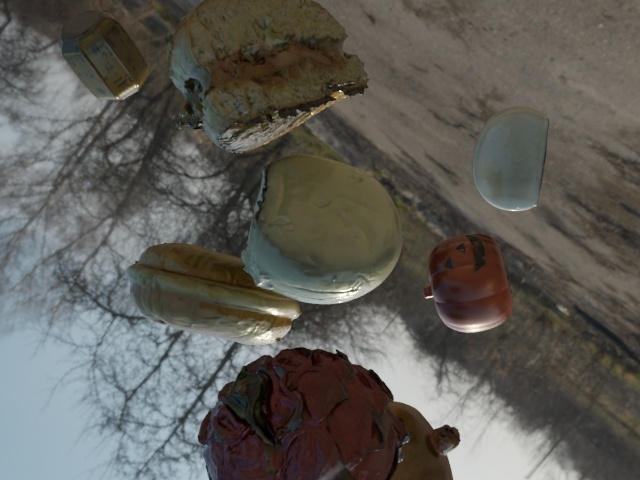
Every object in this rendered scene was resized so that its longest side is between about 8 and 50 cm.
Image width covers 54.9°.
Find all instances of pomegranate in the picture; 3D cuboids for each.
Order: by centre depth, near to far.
[{"bbox_3d":[0.129,0.409,1.110,0.229,0.270,0.252,54,-158,-23],"label":"pomegranate"}]

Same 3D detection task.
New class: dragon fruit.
[{"bbox_3d":[-0.011,0.263,0.813,0.299,0.244,0.244,11,-166,-25],"label":"dragon fruit"}]

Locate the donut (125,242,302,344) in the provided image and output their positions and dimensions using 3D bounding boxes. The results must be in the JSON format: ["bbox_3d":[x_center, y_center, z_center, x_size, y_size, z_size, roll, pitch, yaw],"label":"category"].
[{"bbox_3d":[-0.250,0.132,1.492,0.449,0.198,0.449,12,172,2],"label":"donut"}]

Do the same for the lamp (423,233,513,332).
[{"bbox_3d":[0.275,0.082,1.170,0.188,0.164,0.187,-15,-90,-75],"label":"lamp"}]

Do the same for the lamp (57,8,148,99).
[{"bbox_3d":[-0.497,-0.424,1.419,0.161,0.161,0.185,40,165,38],"label":"lamp"}]

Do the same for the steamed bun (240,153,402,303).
[{"bbox_3d":[0.000,0.000,1.258,0.312,0.233,0.333,18,-133,-2],"label":"steamed bun"}]

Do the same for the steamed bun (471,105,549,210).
[{"bbox_3d":[0.452,-0.201,1.492,0.164,0.241,0.146,5,-163,13],"label":"steamed bun"}]

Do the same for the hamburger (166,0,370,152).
[{"bbox_3d":[-0.141,-0.323,1.234,0.445,0.287,0.268,-33,-85,-48],"label":"hamburger"}]
